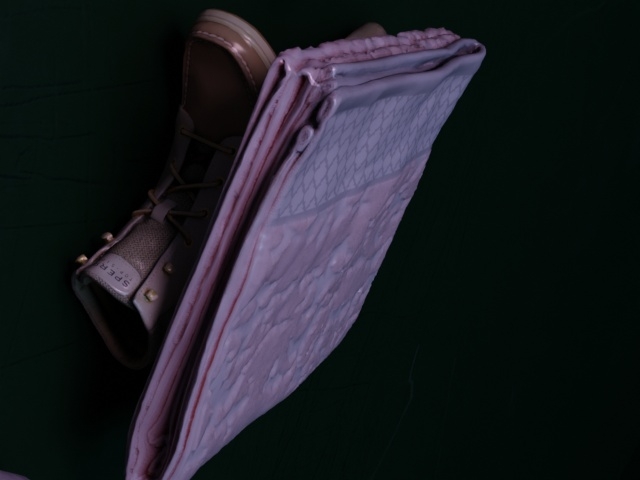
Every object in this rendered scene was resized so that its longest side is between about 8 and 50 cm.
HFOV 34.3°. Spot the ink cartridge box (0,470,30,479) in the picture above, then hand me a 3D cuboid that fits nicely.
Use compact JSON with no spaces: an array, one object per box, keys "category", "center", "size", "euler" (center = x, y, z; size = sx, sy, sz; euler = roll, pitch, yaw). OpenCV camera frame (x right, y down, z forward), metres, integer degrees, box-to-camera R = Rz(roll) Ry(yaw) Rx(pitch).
[{"category":"ink cartridge box","center":[-0.280,0.202,0.563],"size":[0.232,0.066,0.189],"euler":[28,83,-40]}]

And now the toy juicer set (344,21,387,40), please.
[{"category":"toy juicer set","center":[0.051,-0.251,0.776],"size":[0.329,0.090,0.209],"euler":[-62,178,5]}]

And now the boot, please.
[{"category":"boot","center":[-0.091,-0.028,0.679],"size":[0.165,0.077,0.213],"euler":[-46,151,-36]}]

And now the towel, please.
[{"category":"towel","center":[0.000,0.000,0.761],"size":[0.332,0.053,0.317],"euler":[-30,148,-62]}]
